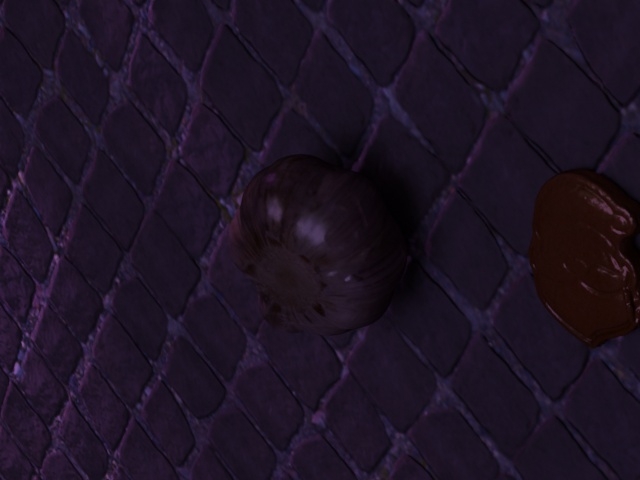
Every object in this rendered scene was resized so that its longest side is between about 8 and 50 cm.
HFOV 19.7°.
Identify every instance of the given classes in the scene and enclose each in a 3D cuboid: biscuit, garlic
[{"bbox_3d":[0.183,0.014,1.265,0.102,0.019,0.130,27,131,42],"label":"biscuit"},{"bbox_3d":[0.000,0.000,1.421,0.147,0.102,0.159,18,136,29],"label":"garlic"}]
